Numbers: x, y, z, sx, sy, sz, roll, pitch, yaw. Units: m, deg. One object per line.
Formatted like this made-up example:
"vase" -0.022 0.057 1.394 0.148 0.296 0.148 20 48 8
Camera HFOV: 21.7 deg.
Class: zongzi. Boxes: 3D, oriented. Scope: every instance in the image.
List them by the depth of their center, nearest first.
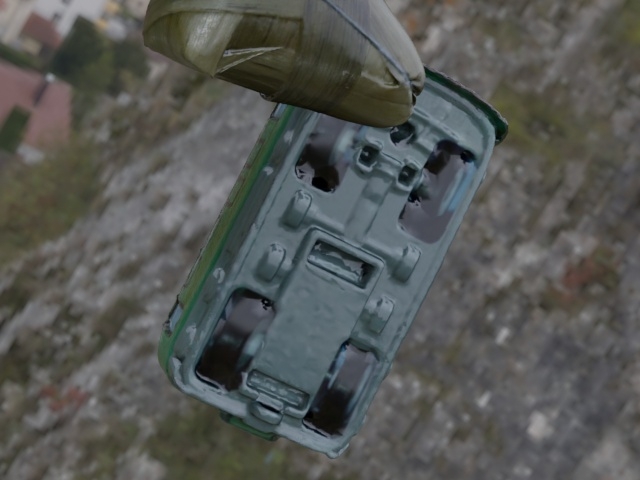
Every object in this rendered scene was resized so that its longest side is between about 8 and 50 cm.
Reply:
"zongzi" 0.001 -0.216 1.224 0.221 0.242 0.112 17 2 -37

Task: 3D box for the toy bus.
"toy bus" 0.000 0.000 1.464 0.183 0.343 0.199 27 2 -17
